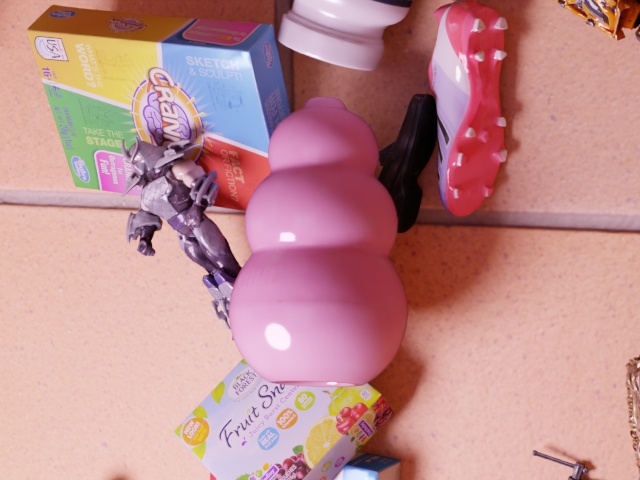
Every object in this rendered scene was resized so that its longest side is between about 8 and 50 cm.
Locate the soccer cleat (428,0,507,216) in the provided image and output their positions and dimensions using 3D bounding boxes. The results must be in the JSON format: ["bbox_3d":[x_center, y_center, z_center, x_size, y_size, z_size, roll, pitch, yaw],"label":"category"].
[{"bbox_3d":[0.164,-0.154,1.822,0.095,0.083,0.248,21,113,53],"label":"soccer cleat"}]

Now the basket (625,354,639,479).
[{"bbox_3d":[0.474,0.258,1.695,0.213,0.223,0.299,-10,91,-6],"label":"basket"}]

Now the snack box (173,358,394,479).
[{"bbox_3d":[-0.045,0.220,1.899,0.207,0.070,0.174,-45,59,-7],"label":"snack box"}]

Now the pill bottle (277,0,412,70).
[{"bbox_3d":[0.047,-0.339,1.807,0.153,0.153,0.265,25,106,22],"label":"pill bottle"}]

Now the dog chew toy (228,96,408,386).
[{"bbox_3d":[0.000,0.000,1.807,0.206,0.206,0.332,-2,81,27],"label":"dog chew toy"}]

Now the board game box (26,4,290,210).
[{"bbox_3d":[-0.187,-0.161,1.932,0.316,0.064,0.242,8,131,26],"label":"board game box"}]

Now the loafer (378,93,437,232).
[{"bbox_3d":[0.093,-0.096,1.864,0.061,0.062,0.170,21,104,28],"label":"loafer"}]

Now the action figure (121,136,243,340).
[{"bbox_3d":[-0.154,-0.010,1.914,0.285,0.099,0.185,54,152,-7],"label":"action figure"}]

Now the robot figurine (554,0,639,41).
[{"bbox_3d":[0.316,-0.339,1.652,0.211,0.085,0.291,37,141,23],"label":"robot figurine"}]

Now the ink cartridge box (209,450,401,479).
[{"bbox_3d":[-0.023,0.323,1.958,0.231,0.078,0.134,9,99,25],"label":"ink cartridge box"}]

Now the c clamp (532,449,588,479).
[{"bbox_3d":[0.302,0.336,1.832,0.137,0.022,0.161,12,99,20],"label":"c clamp"}]
